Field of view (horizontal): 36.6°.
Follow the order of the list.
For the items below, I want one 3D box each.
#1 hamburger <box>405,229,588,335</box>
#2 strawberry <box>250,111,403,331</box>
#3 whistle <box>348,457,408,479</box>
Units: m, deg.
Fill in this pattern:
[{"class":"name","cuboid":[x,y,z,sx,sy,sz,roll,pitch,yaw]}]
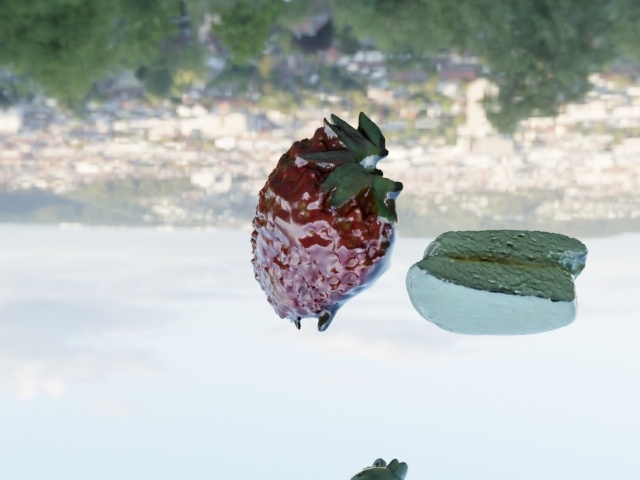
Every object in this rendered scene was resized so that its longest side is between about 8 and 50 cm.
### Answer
[{"class":"hamburger","cuboid":[0.115,0.034,0.664,0.121,0.054,0.084,4,151,-4]},{"class":"strawberry","cuboid":[-0.028,-0.001,1.216,0.137,0.234,0.306,12,133,-33]},{"class":"whistle","cuboid":[0.050,0.337,1.041,0.105,0.102,0.253,12,-138,0]}]
